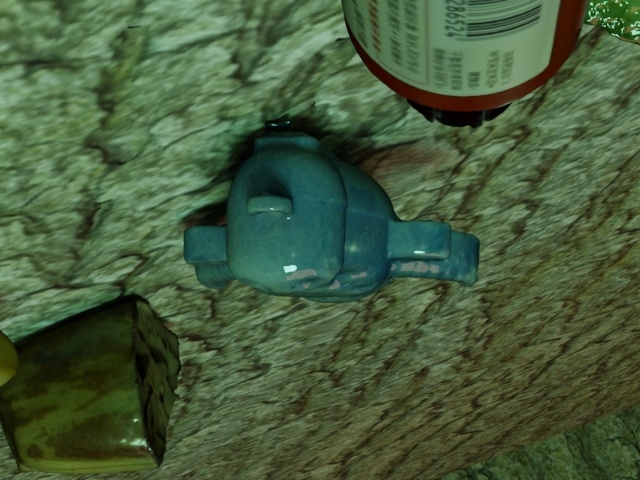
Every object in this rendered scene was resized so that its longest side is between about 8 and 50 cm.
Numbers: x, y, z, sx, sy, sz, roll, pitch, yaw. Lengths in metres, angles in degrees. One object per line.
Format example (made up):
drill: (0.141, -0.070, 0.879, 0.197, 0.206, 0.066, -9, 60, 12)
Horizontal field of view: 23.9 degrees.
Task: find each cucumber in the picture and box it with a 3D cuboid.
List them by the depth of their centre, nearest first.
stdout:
cucumber: (0.214, -0.123, 0.865, 0.220, 0.070, 0.046, -5, 126, -52)

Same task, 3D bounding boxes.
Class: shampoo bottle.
shampoo bottle: (0.056, -0.116, 0.586, 0.104, 0.104, 0.278, -22, 164, -2)

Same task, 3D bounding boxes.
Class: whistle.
whistle: (0.000, 0.000, 0.910, 0.180, 0.093, 0.269, -2, 169, 14)

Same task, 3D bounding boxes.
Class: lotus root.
lotus root: (-0.159, 0.095, 1.023, 0.135, 0.095, 0.159, -16, -157, -6)

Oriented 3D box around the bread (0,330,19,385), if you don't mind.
bread: (-0.234, 0.073, 0.887, 0.082, 0.056, 0.115, -7, 164, -44)
